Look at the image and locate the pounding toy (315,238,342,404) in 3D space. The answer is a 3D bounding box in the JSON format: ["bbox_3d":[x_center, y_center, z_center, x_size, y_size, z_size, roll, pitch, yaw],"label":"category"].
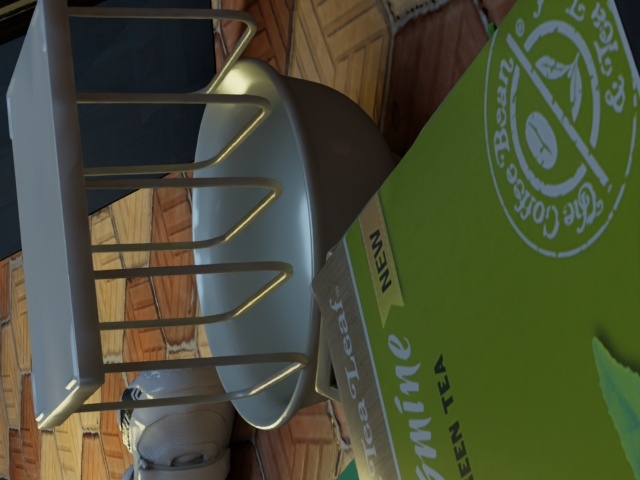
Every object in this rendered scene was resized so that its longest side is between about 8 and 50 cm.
[{"bbox_3d":[0.112,0.050,0.935,0.206,0.094,0.181,24,131,23],"label":"pounding toy"}]

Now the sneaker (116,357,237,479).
[{"bbox_3d":[-0.143,0.294,1.583,0.366,0.137,0.210,106,151,-50],"label":"sneaker"}]

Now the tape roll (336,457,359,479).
[{"bbox_3d":[0.108,0.235,0.785,0.321,0.077,0.321,-24,53,36],"label":"tape roll"}]

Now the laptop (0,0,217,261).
[{"bbox_3d":[-0.187,-0.139,1.323,0.408,0.382,0.236,-6,111,56],"label":"laptop"}]

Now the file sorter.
[{"bbox_3d":[-0.128,-0.018,1.071,0.193,0.173,0.278,141,123,-65],"label":"file sorter"}]

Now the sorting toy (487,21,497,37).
[{"bbox_3d":[0.130,-0.113,0.982,0.062,0.012,0.083,163,99,-72],"label":"sorting toy"}]

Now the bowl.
[{"bbox_3d":[0.000,0.000,1.165,0.298,0.134,0.298,177,90,-69],"label":"bowl"}]

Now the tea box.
[{"bbox_3d":[0.213,0.030,0.374,0.323,0.329,0.220,126,136,-57],"label":"tea box"}]
